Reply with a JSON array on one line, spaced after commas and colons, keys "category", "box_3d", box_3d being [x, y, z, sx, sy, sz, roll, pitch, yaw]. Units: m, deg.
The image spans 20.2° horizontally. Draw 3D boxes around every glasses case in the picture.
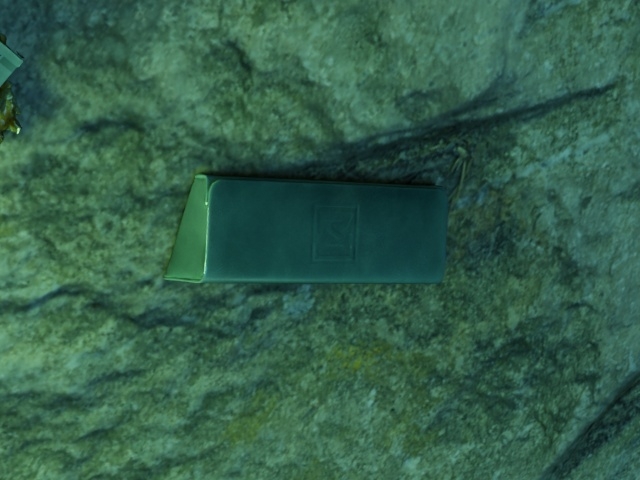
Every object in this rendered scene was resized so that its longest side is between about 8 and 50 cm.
[{"category": "glasses case", "box_3d": [0.000, 0.000, 1.557, 0.266, 0.056, 0.105, 1, 118, -39]}]

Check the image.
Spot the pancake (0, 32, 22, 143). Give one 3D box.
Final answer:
[{"category": "pancake", "box_3d": [-0.269, -0.147, 1.247, 0.266, 0.057, 0.244, -47, 136, -4]}]

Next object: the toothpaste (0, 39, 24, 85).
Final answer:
[{"category": "toothpaste", "box_3d": [-0.263, -0.150, 1.194, 0.046, 0.034, 0.164, -50, 146, -2]}]
